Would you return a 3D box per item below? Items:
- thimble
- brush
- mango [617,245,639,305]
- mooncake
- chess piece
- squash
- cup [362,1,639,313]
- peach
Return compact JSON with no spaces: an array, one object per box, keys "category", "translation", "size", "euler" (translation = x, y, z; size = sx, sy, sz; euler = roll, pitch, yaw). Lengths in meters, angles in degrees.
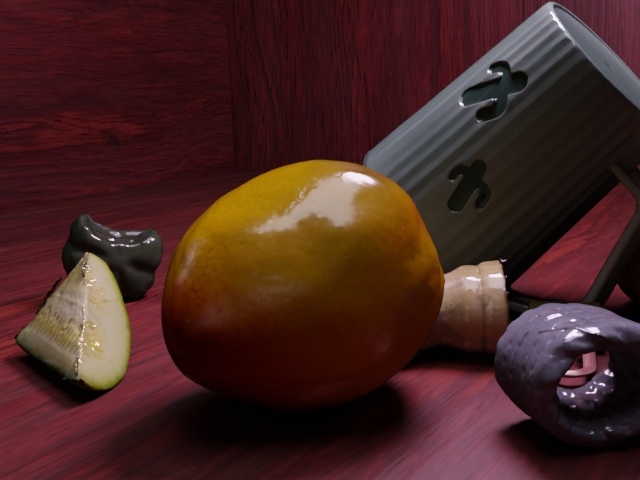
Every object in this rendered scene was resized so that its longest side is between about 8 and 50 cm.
[{"category":"thimble","translation":[0.264,0.133,0.844],"size":[0.151,0.127,0.118],"euler":[-6,12,-10]},{"category":"brush","translation":[0.318,0.129,1.088],"size":[0.103,0.047,0.233],"euler":[0,11,15]},{"category":"mango","translation":[0.533,0.046,1.270],"size":[0.175,0.139,0.254],"euler":[13,1,-3]},{"category":"mooncake","translation":[-0.365,0.025,1.489],"size":[0.175,0.168,0.104],"euler":[-21,17,-16]},{"category":"chess piece","translation":[0.100,0.099,1.128],"size":[0.300,0.137,0.137],"euler":[-5,10,6]},{"category":"squash","translation":[-0.288,0.115,1.119],"size":[0.093,0.169,0.252],"euler":[45,-20,-32]},{"category":"cup","translation":[0.323,-0.101,1.295],"size":[0.392,0.401,0.310],"euler":[-43,5,29]},{"category":"peach","translation":[-0.026,0.060,0.952],"size":[0.308,0.289,0.289],"euler":[-40,21,-13]}]
